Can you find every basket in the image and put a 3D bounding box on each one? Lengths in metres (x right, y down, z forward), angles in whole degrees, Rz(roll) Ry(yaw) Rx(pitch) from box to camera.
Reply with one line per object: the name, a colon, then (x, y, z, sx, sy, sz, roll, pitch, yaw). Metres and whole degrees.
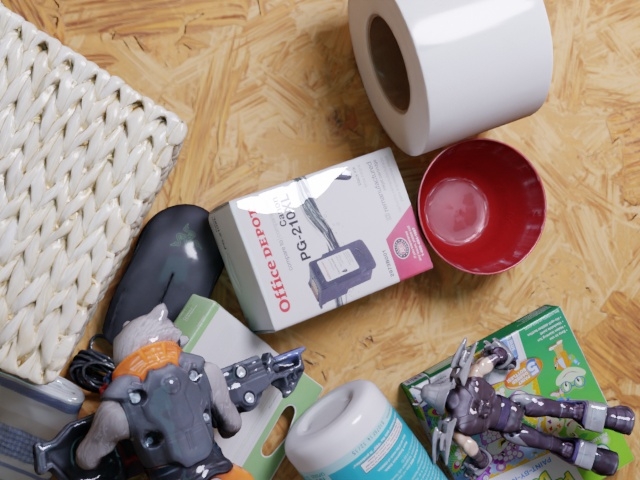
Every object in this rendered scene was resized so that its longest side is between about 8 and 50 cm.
basket: (-0.333, -0.049, 0.908, 0.267, 0.331, 0.328, 28, 83, -10)

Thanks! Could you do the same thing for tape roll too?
tape roll: (0.158, -0.248, 1.044, 0.169, 0.246, 0.246, -19, 91, -10)

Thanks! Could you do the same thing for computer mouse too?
computer mouse: (-0.197, 0.083, 1.056, 0.189, 0.072, 0.272, 18, 85, -9)

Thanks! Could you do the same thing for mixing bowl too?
mixing bowl: (0.202, -0.042, 1.116, 0.182, 0.098, 0.181, 1, 87, -13)

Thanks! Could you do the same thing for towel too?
towel: (-0.407, 0.230, 0.959, 0.209, 0.034, 0.285, 24, 121, -8)

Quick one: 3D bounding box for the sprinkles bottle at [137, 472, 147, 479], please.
sprinkles bottle: (-0.103, 0.434, 1.035, 0.121, 0.121, 0.355, -42, 95, -9)

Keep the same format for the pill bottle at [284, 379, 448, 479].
pill bottle: (0.083, 0.320, 1.055, 0.146, 0.146, 0.264, -38, 99, -9)

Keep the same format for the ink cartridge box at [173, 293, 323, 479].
ink cartridge box: (-0.118, 0.200, 1.041, 0.235, 0.056, 0.171, 45, 70, -40)

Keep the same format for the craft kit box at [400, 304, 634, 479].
craft kit box: (0.275, 0.254, 1.145, 0.250, 0.061, 0.246, -28, 95, -10)

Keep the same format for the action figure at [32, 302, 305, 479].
action figure: (-0.104, 0.211, 0.877, 0.341, 0.178, 0.330, -27, 81, -34)

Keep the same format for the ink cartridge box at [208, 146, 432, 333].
ink cartridge box: (0.000, 0.000, 1.058, 0.237, 0.100, 0.171, -21, 92, -22)

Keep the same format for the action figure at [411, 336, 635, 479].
action figure: (0.252, 0.232, 1.071, 0.285, 0.099, 0.185, 16, 92, -5)
